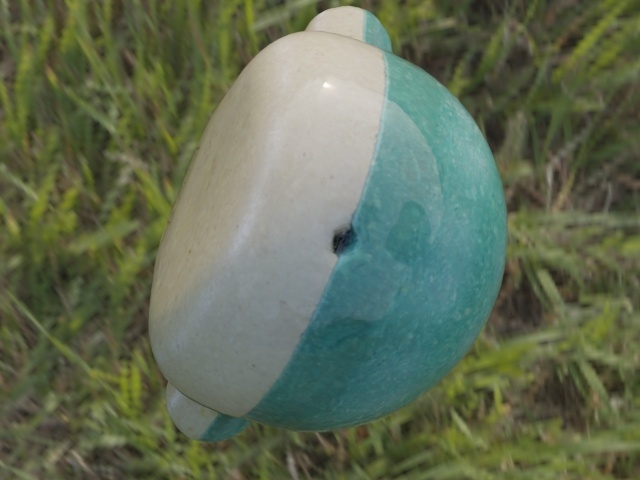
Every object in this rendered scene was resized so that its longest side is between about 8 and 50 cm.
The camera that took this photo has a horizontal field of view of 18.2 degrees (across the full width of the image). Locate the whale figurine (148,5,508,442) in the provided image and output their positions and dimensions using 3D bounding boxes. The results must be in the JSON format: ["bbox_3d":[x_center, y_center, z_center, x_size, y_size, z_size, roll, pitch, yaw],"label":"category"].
[{"bbox_3d":[0.000,0.000,0.939,0.141,0.272,0.216,21,87,-11],"label":"whale figurine"}]
